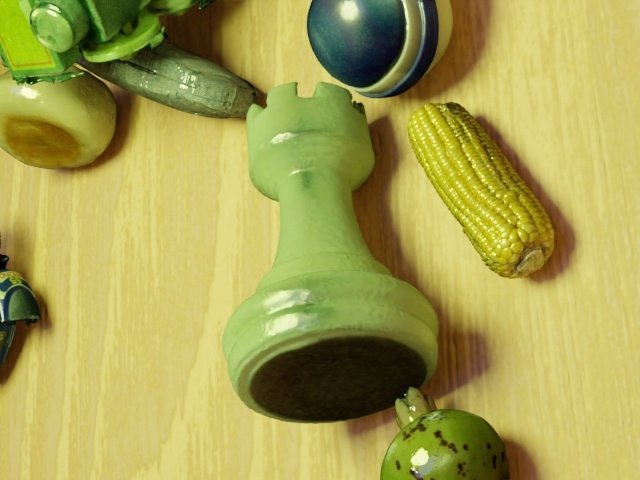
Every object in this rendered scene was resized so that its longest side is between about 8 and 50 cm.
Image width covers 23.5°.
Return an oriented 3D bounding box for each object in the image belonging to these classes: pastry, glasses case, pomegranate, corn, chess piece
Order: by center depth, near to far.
[{"bbox_3d":[0.100,0.189,1.330,0.114,0.115,0.142,-50,37,19],"label":"pomegranate"},{"bbox_3d":[0.142,-0.049,1.386,0.072,0.072,0.203,-48,50,21],"label":"corn"},{"bbox_3d":[0.000,0.000,1.433,0.195,0.195,0.299,-30,50,32],"label":"chess piece"},{"bbox_3d":[-0.179,-0.187,1.684,0.282,0.109,0.067,23,99,45],"label":"glasses case"},{"bbox_3d":[-0.311,-0.147,1.761,0.156,0.156,0.092,-20,53,37],"label":"pastry"}]

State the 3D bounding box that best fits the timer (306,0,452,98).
[{"bbox_3d":[0.008,-0.315,1.490,0.270,0.270,0.383,-35,70,29],"label":"timer"}]

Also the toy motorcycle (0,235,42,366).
[{"bbox_3d":[-0.414,0.121,1.806,0.169,0.113,0.315,27,105,34],"label":"toy motorcycle"}]

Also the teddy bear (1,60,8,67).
[{"bbox_3d":[-0.484,-0.359,1.920,0.367,0.358,0.224,-101,8,-60],"label":"teddy bear"}]

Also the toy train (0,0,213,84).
[{"bbox_3d":[-0.234,-0.282,1.617,0.188,0.159,0.271,0,35,31],"label":"toy train"}]
